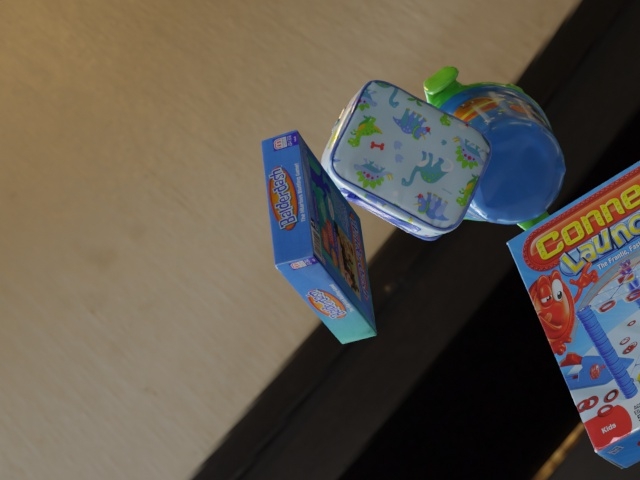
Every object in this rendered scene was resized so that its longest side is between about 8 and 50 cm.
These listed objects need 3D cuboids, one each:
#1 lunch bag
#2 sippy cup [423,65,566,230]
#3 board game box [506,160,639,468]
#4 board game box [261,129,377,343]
[{"bbox_3d":[0.117,-0.111,2.021,0.176,0.219,0.090,-66,8,-14],"label":"lunch bag"},{"bbox_3d":[0.283,-0.126,2.268,0.305,0.224,0.240,17,-79,-10],"label":"sippy cup"},{"bbox_3d":[0.410,0.058,1.660,0.308,0.302,0.086,-33,-36,21],"label":"board game box"},{"bbox_3d":[0.000,0.000,1.579,0.047,0.160,0.210,-17,-32,15],"label":"board game box"}]
